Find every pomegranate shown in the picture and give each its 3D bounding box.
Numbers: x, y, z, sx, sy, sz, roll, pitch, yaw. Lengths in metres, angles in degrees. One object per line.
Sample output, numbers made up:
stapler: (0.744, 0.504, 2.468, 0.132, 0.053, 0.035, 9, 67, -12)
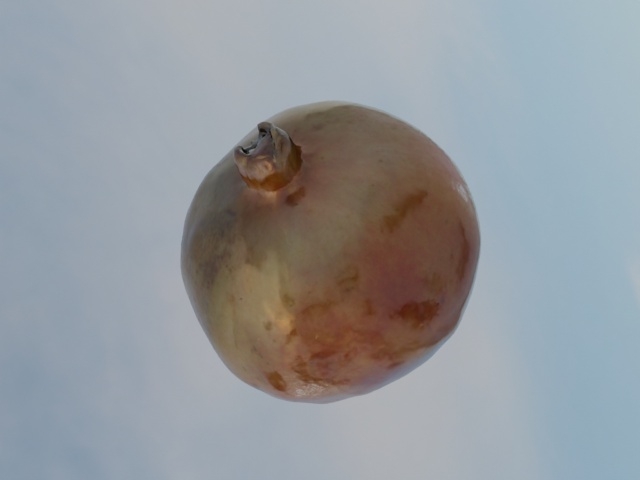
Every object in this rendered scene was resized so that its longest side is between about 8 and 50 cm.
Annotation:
pomegranate: (0.000, 0.000, 0.870, 0.229, 0.252, 0.270, 50, -179, 36)
